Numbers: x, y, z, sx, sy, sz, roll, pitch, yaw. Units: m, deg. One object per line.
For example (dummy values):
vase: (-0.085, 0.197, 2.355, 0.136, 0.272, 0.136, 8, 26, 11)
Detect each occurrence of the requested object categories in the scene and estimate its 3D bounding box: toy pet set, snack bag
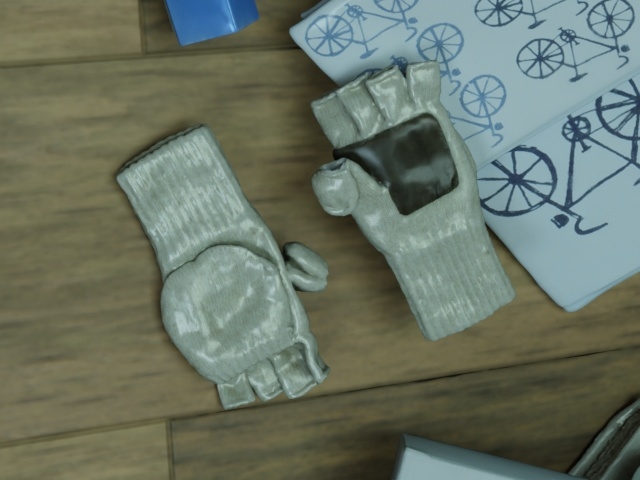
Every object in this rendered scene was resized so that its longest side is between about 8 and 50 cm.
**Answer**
toy pet set: (-0.092, -0.189, 1.288, 0.122, 0.065, 0.114, -22, 104, -23)
snack bag: (0.204, -0.112, 1.347, 0.323, 0.037, 0.342, -30, 121, 22)

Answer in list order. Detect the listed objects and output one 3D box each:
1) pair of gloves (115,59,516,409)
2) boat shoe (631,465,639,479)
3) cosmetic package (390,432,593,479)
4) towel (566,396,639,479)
pair of gloves: (0.000, 0.000, 1.334, 0.240, 0.042, 0.204, -20, 106, -4)
boat shoe: (0.288, 0.302, 1.465, 0.114, 0.091, 0.302, -5, 91, 18)
cosmetic package: (0.148, 0.353, 1.372, 0.284, 0.097, 0.377, 15, 92, -2)
towel: (0.219, 0.280, 1.503, 0.282, 0.049, 0.187, -48, 114, -16)
